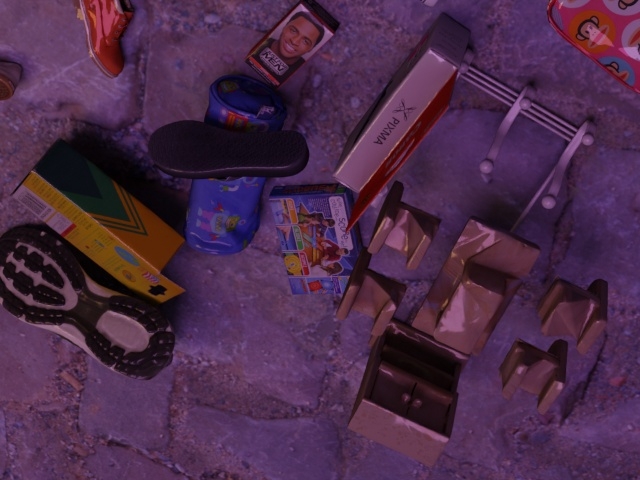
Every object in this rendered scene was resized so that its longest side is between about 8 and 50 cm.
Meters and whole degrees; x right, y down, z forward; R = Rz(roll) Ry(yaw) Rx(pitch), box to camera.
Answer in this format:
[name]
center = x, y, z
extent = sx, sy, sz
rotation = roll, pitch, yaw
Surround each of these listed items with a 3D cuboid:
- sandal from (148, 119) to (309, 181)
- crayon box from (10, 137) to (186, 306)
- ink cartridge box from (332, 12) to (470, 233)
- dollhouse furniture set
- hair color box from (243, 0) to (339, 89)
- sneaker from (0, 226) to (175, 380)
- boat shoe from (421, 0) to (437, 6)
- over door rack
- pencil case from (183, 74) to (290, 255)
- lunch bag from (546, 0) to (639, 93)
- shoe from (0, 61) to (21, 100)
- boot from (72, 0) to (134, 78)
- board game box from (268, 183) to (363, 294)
[sandal]
center = -0.142, -0.124, 1.914
extent = 0.254, 0.097, 0.054
rotation = 7, 150, 15
[crayon box]
center = -0.359, -0.023, 2.137
extent = 0.318, 0.081, 0.202
rotation = 41, 157, -12
[ink cartridge box]
center = 0.108, -0.173, 1.859
extent = 0.060, 0.239, 0.275
rotation = 33, 125, -7
[dollhouse furniture set]
center = 0.211, 0.123, 2.031
extent = 0.362, 0.256, 0.394
rotation = 25, 121, -2
[hair color box]
center = -0.045, -0.303, 1.937
extent = 0.072, 0.043, 0.141
rotation = 42, 123, -12
[sneaker]
center = -0.427, 0.130, 2.276
extent = 0.410, 0.158, 0.182
rotation = 34, 169, 15
[boat shoe]
center = 0.168, -0.419, 1.784
extent = 0.083, 0.065, 0.183
rotation = 30, 127, -6
[over door rack]
center = 0.239, -0.104, 1.949
extent = 0.239, 0.108, 0.324
rotation = 30, 126, -4
[pencil case]
center = -0.138, -0.118, 2.042
extent = 0.133, 0.119, 0.306
rotation = 10, 126, -9
[lunch bag]
center = 0.447, -0.367, 1.705
extent = 0.258, 0.120, 0.293
rotation = 35, 126, -8
[shoe]
center = -0.599, -0.269, 2.120
extent = 0.219, 0.058, 0.076
rotation = 3, 143, 19
[boot]
center = -0.328, -0.332, 1.995
extent = 0.084, 0.059, 0.158
rotation = -7, 120, 14
[board game box]
center = 0.000, 0.000, 2.132
extent = 0.136, 0.035, 0.201
rotation = -1, 122, 17
